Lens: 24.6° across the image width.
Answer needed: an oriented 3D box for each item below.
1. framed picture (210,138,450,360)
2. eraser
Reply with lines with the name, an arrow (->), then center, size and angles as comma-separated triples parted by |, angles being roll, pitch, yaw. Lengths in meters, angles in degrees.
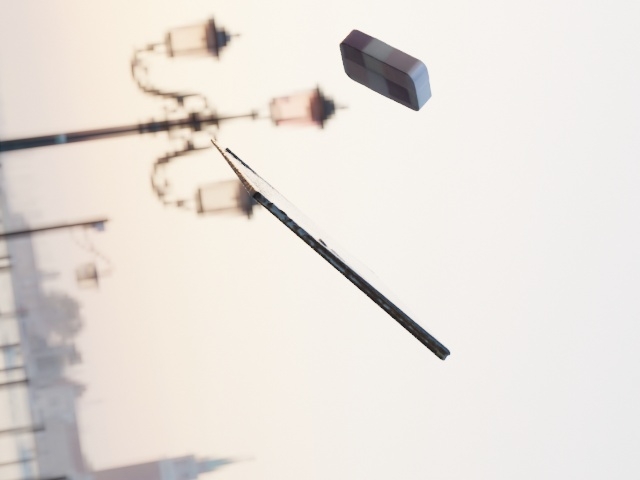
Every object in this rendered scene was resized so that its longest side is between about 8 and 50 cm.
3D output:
framed picture -> 0.000, 0.000, 1.537 | 0.255, 0.014, 0.339 | 40, 2, -17
eraser -> 0.070, -0.184, 1.580 | 0.105, 0.026, 0.065 | 31, -21, 27
